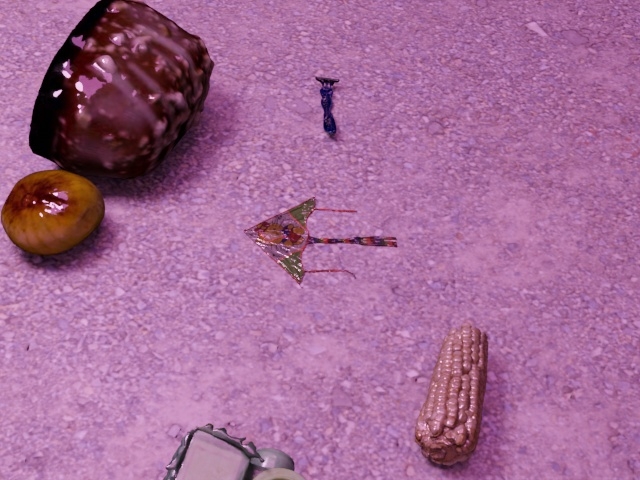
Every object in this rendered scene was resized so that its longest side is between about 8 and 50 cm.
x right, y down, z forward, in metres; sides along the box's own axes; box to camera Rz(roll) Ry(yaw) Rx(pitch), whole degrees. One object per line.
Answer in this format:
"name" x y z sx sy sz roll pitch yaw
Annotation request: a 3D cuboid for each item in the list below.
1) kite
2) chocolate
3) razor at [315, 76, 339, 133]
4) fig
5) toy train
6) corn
"kite" 0.000 0.000 1.625 0.244 0.006 0.198 5 47 -2
"chocolate" -0.298 -0.234 1.669 0.210 0.225 0.340 22 48 2
"razor" 0.015 -0.233 1.826 0.044 0.028 0.154 4 46 -9
"fig" -0.398 -0.043 1.540 0.153 0.121 0.136 -9 54 -15
"toy train" -0.116 0.354 1.172 0.188 0.159 0.272 21 55 -2
"corn" 0.183 0.211 1.409 0.087 0.087 0.211 14 41 7
